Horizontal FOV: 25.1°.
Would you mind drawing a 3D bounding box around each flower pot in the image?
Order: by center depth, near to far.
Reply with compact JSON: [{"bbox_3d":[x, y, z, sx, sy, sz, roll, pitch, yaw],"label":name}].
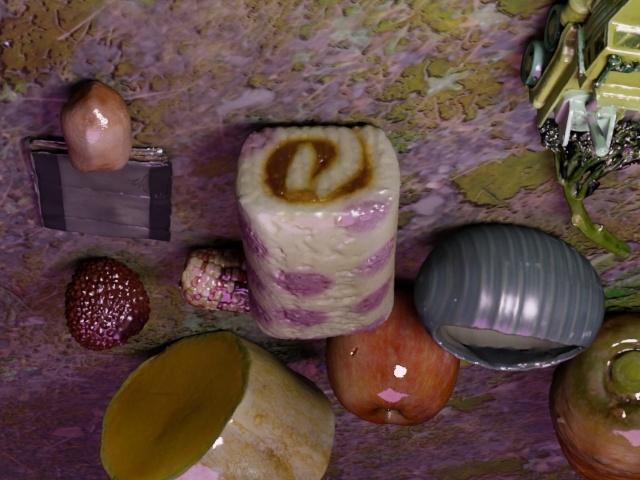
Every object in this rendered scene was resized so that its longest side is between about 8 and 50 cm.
[{"bbox_3d":[0.236,0.070,1.788,0.243,0.157,0.189,15,150,-18],"label":"flower pot"}]

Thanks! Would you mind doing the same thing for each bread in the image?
[{"bbox_3d":[0.000,0.000,1.684,0.187,0.155,0.338,-1,153,0],"label":"bread"}]

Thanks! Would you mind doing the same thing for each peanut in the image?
[{"bbox_3d":[-0.245,-0.117,1.584,0.076,0.076,0.152,5,151,-1],"label":"peanut"}]

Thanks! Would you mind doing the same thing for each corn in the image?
[{"bbox_3d":[-0.059,0.059,1.887,0.253,0.086,0.086,6,153,-5],"label":"corn"}]

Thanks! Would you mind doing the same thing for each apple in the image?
[{"bbox_3d":[0.099,0.162,1.972,0.188,0.174,0.188,6,152,3],"label":"apple"}]

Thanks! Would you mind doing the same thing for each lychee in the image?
[{"bbox_3d":[-0.288,0.085,1.942,0.123,0.129,0.123,1,-164,0],"label":"lychee"}]

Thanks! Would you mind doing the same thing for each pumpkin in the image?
[{"bbox_3d":[-0.163,0.279,2.119,0.332,0.332,0.199,-9,137,25],"label":"pumpkin"}]

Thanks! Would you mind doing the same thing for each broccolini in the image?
[{"bbox_3d":[0.333,-0.060,1.622,0.123,0.062,0.271,7,152,29],"label":"broccolini"}]

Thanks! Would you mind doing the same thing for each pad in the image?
[{"bbox_3d":[-0.268,-0.056,1.761,0.174,0.022,0.233,6,154,-4],"label":"pad"}]

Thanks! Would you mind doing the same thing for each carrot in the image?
[{"bbox_3d":[0.434,0.234,2.017,0.224,0.224,0.341,-1,157,10],"label":"carrot"}]

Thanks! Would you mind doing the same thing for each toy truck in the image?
[{"bbox_3d":[0.280,-0.172,1.329,0.128,0.135,0.259,8,150,-8],"label":"toy truck"}]
